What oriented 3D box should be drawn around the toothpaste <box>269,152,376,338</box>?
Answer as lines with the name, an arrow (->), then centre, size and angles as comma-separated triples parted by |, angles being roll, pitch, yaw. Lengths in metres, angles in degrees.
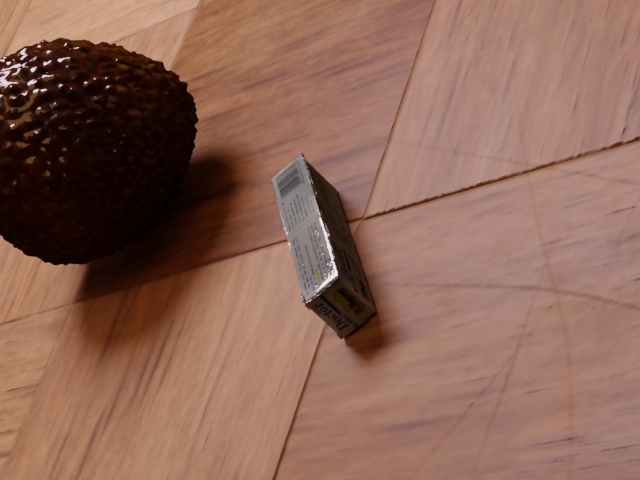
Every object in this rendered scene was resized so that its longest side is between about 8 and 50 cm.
toothpaste -> 0.000, 0.000, 1.373 | 0.034, 0.046, 0.164 | -38, 32, 14

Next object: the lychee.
lychee -> -0.197, -0.075, 1.586 | 0.194, 0.194, 0.194 | -32, 35, 26
